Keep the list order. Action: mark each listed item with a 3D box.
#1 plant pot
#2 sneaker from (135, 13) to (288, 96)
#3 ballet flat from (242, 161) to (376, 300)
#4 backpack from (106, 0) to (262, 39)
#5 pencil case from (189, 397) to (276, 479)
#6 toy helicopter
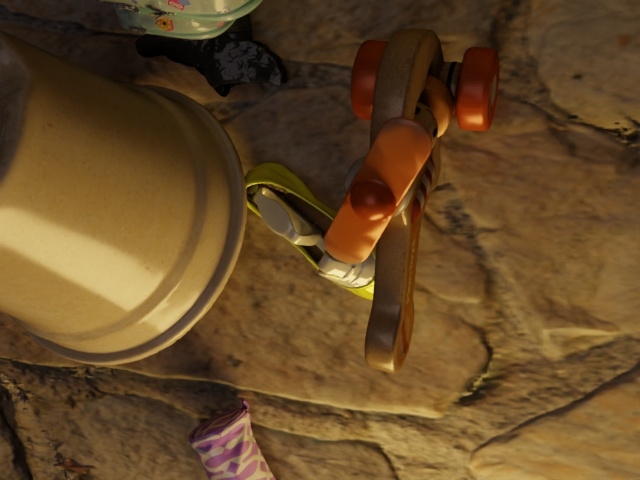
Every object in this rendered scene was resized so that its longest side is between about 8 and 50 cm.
[{"bbox_3d":[-0.287,-0.058,0.850,0.334,0.305,0.333,-5,74,19],"label":"plant pot"},{"bbox_3d":[-0.125,-0.201,0.958,0.170,0.051,0.089,-9,98,18],"label":"sneaker"},{"bbox_3d":[0.000,0.000,0.961,0.231,0.077,0.077,40,113,4],"label":"ballet flat"},{"bbox_3d":[-0.133,-0.292,0.866,0.188,0.166,0.144,10,142,21],"label":"backpack"},{"bbox_3d":[-0.088,0.313,1.083,0.088,0.086,0.206,-28,99,-11],"label":"pencil case"},{"bbox_3d":[0.079,-0.027,0.840,0.140,0.235,0.355,8,108,16],"label":"toy helicopter"}]
